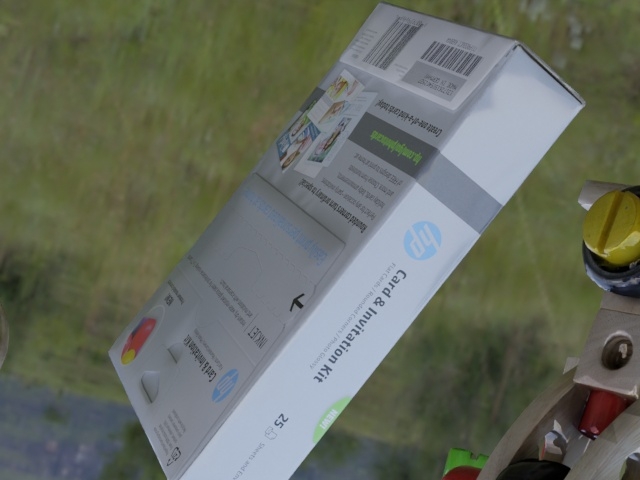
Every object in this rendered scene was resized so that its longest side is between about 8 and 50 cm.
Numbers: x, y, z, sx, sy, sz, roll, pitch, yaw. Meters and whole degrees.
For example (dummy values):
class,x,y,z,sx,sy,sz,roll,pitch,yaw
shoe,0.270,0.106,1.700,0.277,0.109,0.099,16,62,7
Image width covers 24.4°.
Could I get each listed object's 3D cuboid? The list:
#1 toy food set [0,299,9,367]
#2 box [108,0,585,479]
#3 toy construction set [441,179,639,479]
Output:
class,x,y,z,sx,sy,sz,roll,pitch,yaw
toy food set,-0.288,0.047,0.528,0.306,0.220,0.092,31,-165,-1
box,0.000,0.000,0.553,0.038,0.186,0.145,39,180,-21
toy construction set,0.190,0.081,0.816,0.257,0.237,0.309,17,171,-15
